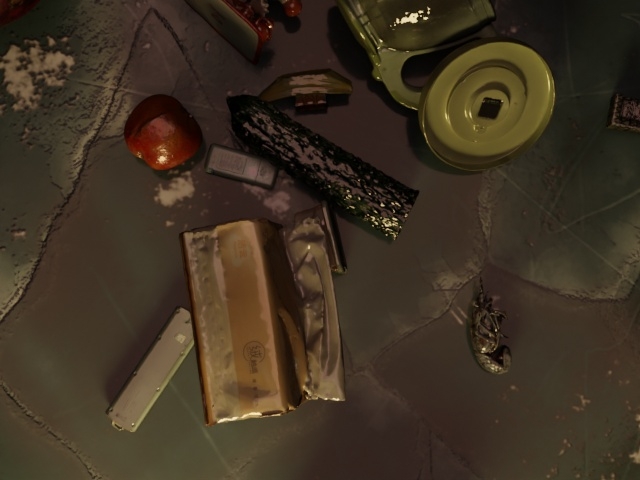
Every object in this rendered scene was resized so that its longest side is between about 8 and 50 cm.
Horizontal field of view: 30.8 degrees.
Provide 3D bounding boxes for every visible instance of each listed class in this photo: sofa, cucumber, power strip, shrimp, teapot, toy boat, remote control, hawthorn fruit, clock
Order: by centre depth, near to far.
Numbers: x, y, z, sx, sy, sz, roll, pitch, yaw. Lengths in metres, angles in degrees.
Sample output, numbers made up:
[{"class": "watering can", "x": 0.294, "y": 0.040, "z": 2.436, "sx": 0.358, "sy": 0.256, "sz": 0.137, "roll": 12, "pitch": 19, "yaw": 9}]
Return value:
[{"class": "clock", "x": 0.276, "y": -0.222, "z": 1.910, "sx": 0.234, "sy": 0.029, "sz": 0.235, "roll": -8, "pitch": 124, "yaw": -11}, {"class": "hawthorn fruit", "x": -0.260, "y": -0.176, "z": 1.916, "sx": 0.128, "sy": 0.128, "sz": 0.128, "roll": 0, "pitch": 85, "yaw": -2}, {"class": "cucumber", "x": -0.009, "y": -0.129, "z": 1.919, "sx": 0.359, "sy": 0.096, "sz": 0.096, "roll": 30, "pitch": 85, "yaw": -2}, {"class": "power strip", "x": -0.266, "y": 0.203, "z": 1.923, "sx": 0.060, "sy": 0.027, "sz": 0.253, "roll": 34, "pitch": 85, "yaw": 2}, {"class": "teapot", "x": 0.159, "y": -0.391, "z": 1.930, "sx": 0.239, "sy": 0.321, "sz": 0.240, "roll": -29, "pitch": 46, "yaw": 10}, {"class": "shrimp", "x": 0.282, "y": 0.141, "z": 1.935, "sx": 0.065, "sy": 0.056, "sz": 0.165, "roll": -4, "pitch": 95, "yaw": 13}, {"class": "toy boat", "x": -0.031, "y": -0.250, "z": 1.956, "sx": 0.172, "sy": 0.065, "sz": 0.066, "roll": -7, "pitch": 109, "yaw": 2}, {"class": "remote control", "x": -0.132, "y": -0.126, "z": 1.961, "sx": 0.124, "sy": 0.018, "sz": 0.053, "roll": 14, "pitch": 83, "yaw": -1}, {"class": "sofa", "x": 0.553, "y": -0.212, "z": 1.984, "sx": 0.117, "sy": 0.039, "sz": 0.060, "roll": 11, "pitch": 84, "yaw": -1}]

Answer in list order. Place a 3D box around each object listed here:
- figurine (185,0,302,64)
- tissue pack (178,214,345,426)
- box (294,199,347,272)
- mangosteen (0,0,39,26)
[{"class": "figurine", "x": -0.093, "y": -0.448, "z": 1.936, "sx": 0.183, "sy": 0.160, "sz": 0.226, "roll": 43, "pitch": 77, "yaw": 1}, {"class": "tissue pack", "x": -0.080, "y": 0.121, "z": 1.830, "sx": 0.238, "sy": 0.238, "sz": 0.306, "roll": -8, "pitch": 85, "yaw": -3}, {"class": "box", "x": 0.000, "y": 0.000, "z": 1.923, "sx": 0.062, "sy": 0.089, "sz": 0.122, "roll": -13, "pitch": 85, "yaw": 7}, {"class": "mangosteen", "x": -0.588, "y": -0.474, "z": 1.869, "sx": 0.306, "sy": 0.359, "sz": 0.306, "roll": 9, "pitch": 74, "yaw": -33}]
